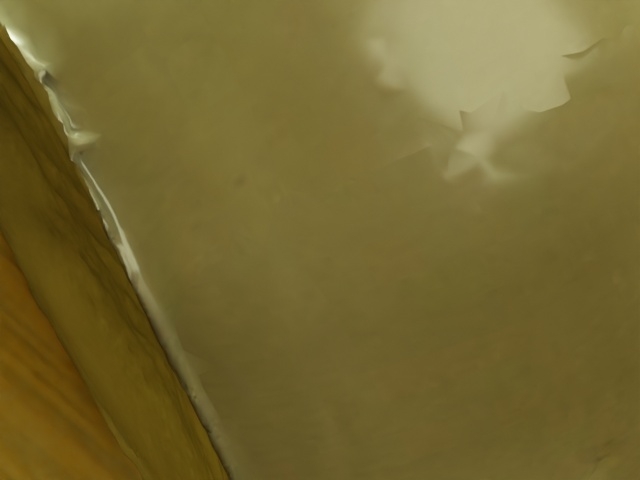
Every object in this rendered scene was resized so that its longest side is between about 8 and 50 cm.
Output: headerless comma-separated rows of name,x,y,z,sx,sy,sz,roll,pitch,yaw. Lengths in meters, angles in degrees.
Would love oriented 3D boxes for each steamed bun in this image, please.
steamed bun,0.003,-0.055,0.482,0.206,0.324,0.324,-29,101,-15
